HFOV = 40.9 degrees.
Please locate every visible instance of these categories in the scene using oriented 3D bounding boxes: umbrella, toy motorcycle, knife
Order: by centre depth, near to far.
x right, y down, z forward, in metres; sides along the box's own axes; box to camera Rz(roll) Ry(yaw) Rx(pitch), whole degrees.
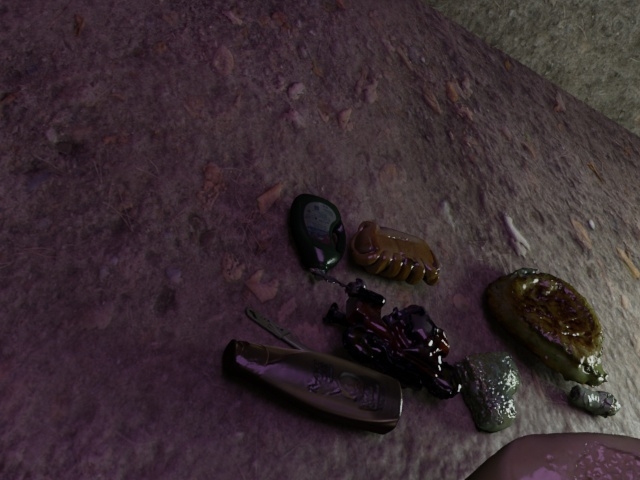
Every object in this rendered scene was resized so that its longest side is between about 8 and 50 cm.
[{"bbox_3d":[-0.062,0.192,1.695,0.207,0.014,0.030,34,42,-5],"label":"knife"},{"bbox_3d":[0.123,0.177,1.758,0.401,0.134,0.207,25,42,-19],"label":"toy motorcycle"},{"bbox_3d":[0.653,0.382,2.032,0.143,0.062,0.067,17,15,-23],"label":"umbrella"}]

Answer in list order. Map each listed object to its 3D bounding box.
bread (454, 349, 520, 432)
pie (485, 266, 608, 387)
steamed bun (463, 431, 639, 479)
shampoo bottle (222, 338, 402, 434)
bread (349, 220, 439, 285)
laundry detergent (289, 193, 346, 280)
[{"bbox_3d":[0.368,0.307,1.877,0.172,0.064,0.232,38,39,-4],"label":"bread"},{"bbox_3d":[0.562,0.202,2.086,0.354,0.103,0.288,35,34,0],"label":"pie"},{"bbox_3d":[0.433,0.534,1.482,0.455,0.371,0.290,7,52,-19],"label":"steamed bun"},{"bbox_3d":[-0.014,0.266,1.611,0.350,0.084,0.126,22,45,-19],"label":"shampoo bottle"},{"bbox_3d":[0.168,0.036,1.960,0.225,0.081,0.134,16,40,-23],"label":"bread"},{"bbox_3d":[0.000,0.000,1.881,0.137,0.063,0.211,21,43,-30],"label":"laundry detergent"}]
